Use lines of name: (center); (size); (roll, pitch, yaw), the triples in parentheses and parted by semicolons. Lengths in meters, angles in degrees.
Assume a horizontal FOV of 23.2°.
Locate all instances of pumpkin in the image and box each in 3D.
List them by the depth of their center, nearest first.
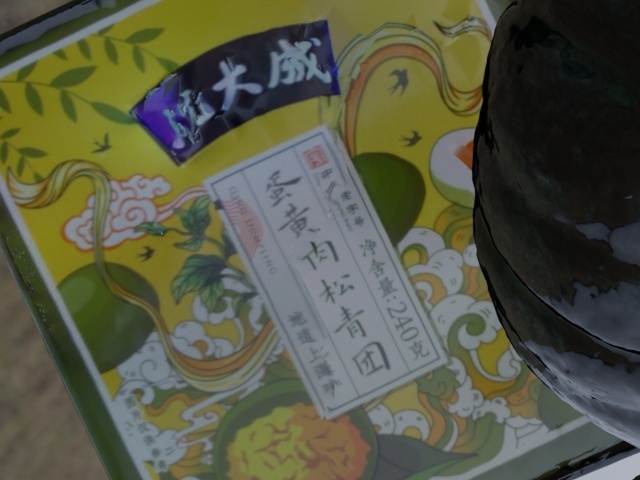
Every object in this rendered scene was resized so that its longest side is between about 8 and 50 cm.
pumpkin: (0.123, -0.038, 0.396); (0.202, 0.140, 0.202); (-30, 143, -27)

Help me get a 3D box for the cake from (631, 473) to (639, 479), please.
cake: (0.161, 0.088, 0.609); (0.140, 0.051, 0.055); (-52, 164, 20)

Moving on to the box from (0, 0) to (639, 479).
box: (0.000, 0.000, 1.033); (0.373, 0.420, 0.138); (-25, -179, 3)
